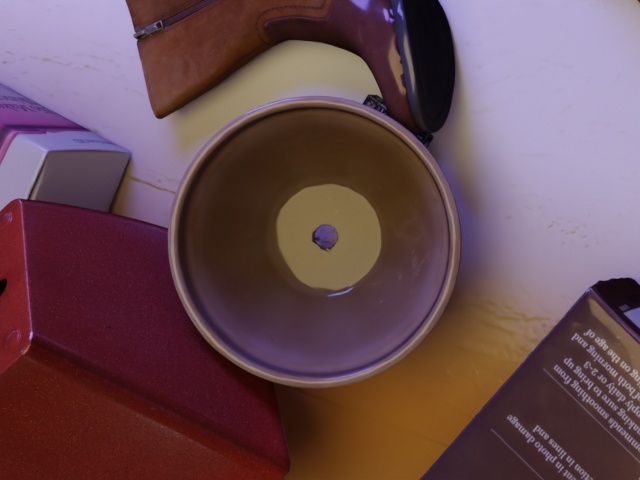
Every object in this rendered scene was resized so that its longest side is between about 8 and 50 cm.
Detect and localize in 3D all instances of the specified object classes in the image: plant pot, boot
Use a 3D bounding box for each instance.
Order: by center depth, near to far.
[{"bbox_3d":[0.000,0.000,1.508,0.237,0.110,0.237,0,92,7],"label":"plant pot"},{"bbox_3d":[-0.218,0.124,1.523,0.267,0.235,0.267,-40,38,22],"label":"plant pot"},{"bbox_3d":[-0.040,-0.171,1.561,0.280,0.096,0.264,-23,82,25],"label":"boot"}]

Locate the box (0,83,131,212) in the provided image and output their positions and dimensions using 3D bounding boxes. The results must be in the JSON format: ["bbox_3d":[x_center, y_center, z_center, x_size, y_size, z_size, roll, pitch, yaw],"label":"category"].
[{"bbox_3d":[-0.319,-0.073,1.670,0.232,0.148,0.127,27,103,21],"label":"box"}]

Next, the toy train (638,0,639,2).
[{"bbox_3d":[0.304,-0.222,1.401,0.248,0.105,0.143,42,95,18],"label":"toy train"}]

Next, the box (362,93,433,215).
[{"bbox_3d":[0.048,-0.074,1.567,0.067,0.018,0.083,37,107,19],"label":"box"}]

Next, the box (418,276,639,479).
[{"bbox_3d":[0.180,0.232,1.456,0.191,0.143,0.381,45,108,16],"label":"box"}]
